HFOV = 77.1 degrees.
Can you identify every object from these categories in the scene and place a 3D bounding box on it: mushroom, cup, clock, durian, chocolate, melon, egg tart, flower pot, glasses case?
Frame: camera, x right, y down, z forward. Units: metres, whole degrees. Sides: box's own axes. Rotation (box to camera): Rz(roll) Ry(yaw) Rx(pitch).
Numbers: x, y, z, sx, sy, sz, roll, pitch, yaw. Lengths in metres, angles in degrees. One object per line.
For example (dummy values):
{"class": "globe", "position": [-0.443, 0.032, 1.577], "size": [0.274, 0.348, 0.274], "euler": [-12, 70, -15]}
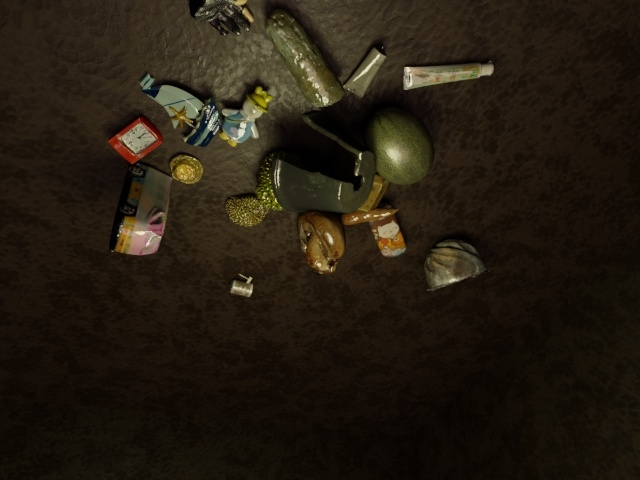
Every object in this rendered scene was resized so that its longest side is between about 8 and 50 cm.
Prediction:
{"class": "mushroom", "position": [0.010, 0.005, 1.735], "size": [0.195, 0.284, 0.263], "euler": [-4, 176, -35]}
{"class": "cup", "position": [-0.385, 0.224, 1.972], "size": [0.099, 0.074, 0.102], "euler": [15, 126, -20]}
{"class": "clock", "position": [-0.658, -0.365, 1.442], "size": [0.154, 0.061, 0.113], "euler": [-30, 128, 11]}
{"class": "durian", "position": [-0.288, -0.120, 1.683], "size": [0.207, 0.102, 0.147], "euler": [-14, 125, -2]}
{"class": "chocolate", "position": [0.626, 0.105, 1.942], "size": [0.302, 0.213, 0.303], "euler": [-16, 168, -3]}
{"class": "melon", "position": [0.288, -0.350, 1.484], "size": [0.237, 0.238, 0.302], "euler": [-33, 123, 19]}
{"class": "egg tart", "position": [-0.520, -0.268, 1.550], "size": [0.130, 0.052, 0.131], "euler": [-6, 133, -6]}
{"class": "durian", "position": [-0.148, -0.225, 1.573], "size": [0.200, 0.177, 0.237], "euler": [9, 119, -41]}
{"class": "flower pot", "position": [0.043, -0.238, 1.424], "size": [0.379, 0.250, 0.380], "euler": [-36, 139, -39]}
{"class": "glasses case", "position": [0.303, -0.046, 1.844], "size": [0.122, 0.082, 0.321], "euler": [-18, 128, 14]}

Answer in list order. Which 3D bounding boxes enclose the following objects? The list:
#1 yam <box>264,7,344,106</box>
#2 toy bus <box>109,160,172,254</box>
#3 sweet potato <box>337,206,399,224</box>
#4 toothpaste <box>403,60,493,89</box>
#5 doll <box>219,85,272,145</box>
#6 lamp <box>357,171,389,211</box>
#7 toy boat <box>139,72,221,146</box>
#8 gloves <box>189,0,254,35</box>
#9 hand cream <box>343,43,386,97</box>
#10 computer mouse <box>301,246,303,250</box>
{"class": "yam", "position": [-0.059, -0.586, 1.302], "size": [0.133, 0.133, 0.330], "euler": [-31, 124, 17]}
{"class": "toy bus", "position": [-0.638, -0.112, 1.448], "size": [0.162, 0.387, 0.171], "euler": [13, 128, -25]}
{"class": "sweet potato", "position": [0.183, -0.113, 1.731], "size": [0.313, 0.066, 0.072], "euler": [-13, 104, 25]}
{"class": "toothpaste", "position": [0.452, -0.591, 1.429], "size": [0.313, 0.058, 0.056], "euler": [-6, 175, 1]}
{"class": "doll", "position": [-0.265, -0.433, 1.419], "size": [0.241, 0.098, 0.135], "euler": [-43, 84, 24]}
{"class": "lamp", "position": [0.182, -0.217, 1.638], "size": [0.161, 0.161, 0.185], "euler": [13, 129, -19]}
{"class": "toy boat", "position": [-0.485, -0.461, 1.392], "size": [0.291, 0.067, 0.220], "euler": [38, 131, -18]}
{"class": "gloves", "position": [-0.287, -0.696, 1.208], "size": [0.180, 0.106, 0.129], "euler": [-6, 139, -43]}
{"class": "hand cream", "position": [0.162, -0.588, 1.388], "size": [0.087, 0.054, 0.186], "euler": [17, 132, -28]}
{"class": "computer mouse", "position": [-0.002, 0.050, 1.899], "size": [0.181, 0.056, 0.089], "euler": [11, 132, -19]}
